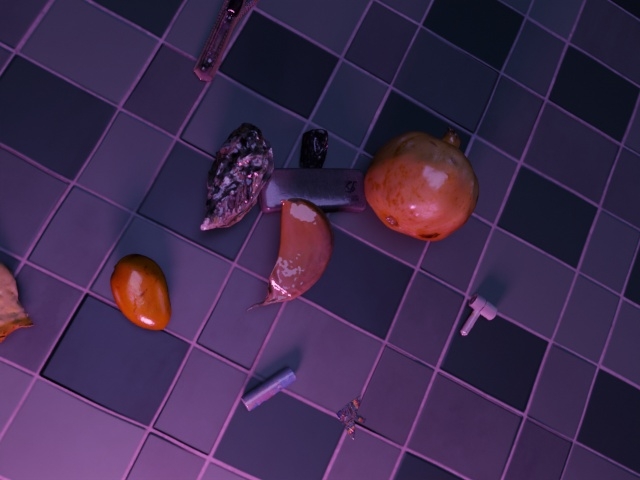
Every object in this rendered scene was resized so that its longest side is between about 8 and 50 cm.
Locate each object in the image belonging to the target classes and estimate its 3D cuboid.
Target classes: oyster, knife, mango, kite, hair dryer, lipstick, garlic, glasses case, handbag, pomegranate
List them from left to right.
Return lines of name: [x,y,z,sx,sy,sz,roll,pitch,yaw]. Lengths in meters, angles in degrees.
mango: [-0.475,0.142,1.747,0.144,0.112,0.219,-26,89,-22]
knife: [-0.286,-0.642,1.983,0.089,0.043,0.365,25,75,-7]
oyster: [-0.244,-0.167,1.840,0.158,0.162,0.351,37,66,-29]
lipstick: [-0.143,0.410,1.810,0.157,0.048,0.048,-31,88,-17]
garlic: [-0.083,0.049,1.840,0.196,0.151,0.339,16,95,-33]
glasses case: [-0.021,-0.147,1.935,0.323,0.074,0.131,-1,81,-14]
handbag: [-0.003,-0.280,1.932,0.072,0.139,0.115,12,76,-20]
kite: [0.087,0.503,1.871,0.090,0.004,0.122,19,76,-9]
pomegranate: [0.306,-0.172,1.889,0.342,0.342,0.343,3,79,-13]
hair dryer: [0.474,0.240,1.999,0.082,0.047,0.137,37,79,-5]

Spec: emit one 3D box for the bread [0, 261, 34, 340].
bread: [-0.920,0.163,1.561,0.315,0.279,0.249,-22,78,-5]
